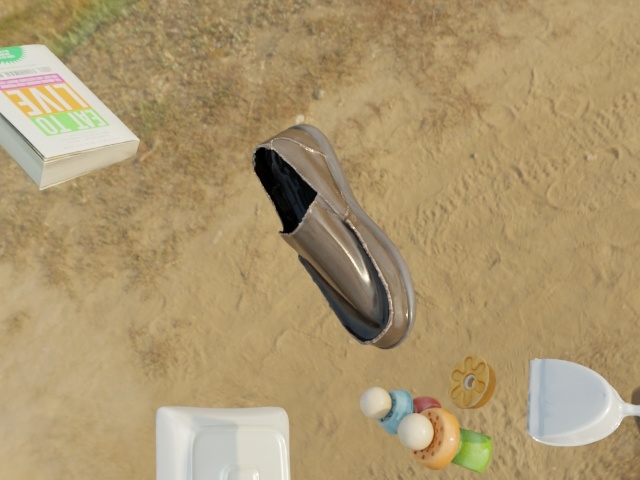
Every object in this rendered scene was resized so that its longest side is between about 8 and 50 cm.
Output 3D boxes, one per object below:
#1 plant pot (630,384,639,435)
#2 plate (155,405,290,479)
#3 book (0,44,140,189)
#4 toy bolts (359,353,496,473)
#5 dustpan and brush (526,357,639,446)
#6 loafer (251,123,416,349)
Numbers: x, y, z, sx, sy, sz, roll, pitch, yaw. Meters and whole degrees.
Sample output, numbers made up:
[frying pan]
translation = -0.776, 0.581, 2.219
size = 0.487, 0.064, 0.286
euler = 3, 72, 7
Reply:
[plant pot]
translation = 0.655, 0.280, 1.033
size = 0.229, 0.263, 0.263
euler = -30, 53, 36
[plate]
translation = -0.138, 0.410, 1.025
size = 0.045, 0.277, 0.278
euler = -22, 64, 39
[book]
translation = -0.240, -0.114, 0.544
size = 0.144, 0.035, 0.096
euler = 43, 39, 14
[toy bolts]
translation = 0.183, 0.293, 1.140
size = 0.228, 0.158, 0.218
euler = -16, 53, 59
[dustpan and brush]
translation = 0.437, 0.256, 0.976
size = 0.211, 0.060, 0.147
euler = -8, 45, 29
[loafer]
translation = 0.000, 0.000, 0.904
size = 0.134, 0.130, 0.366
euler = -43, 70, 39
